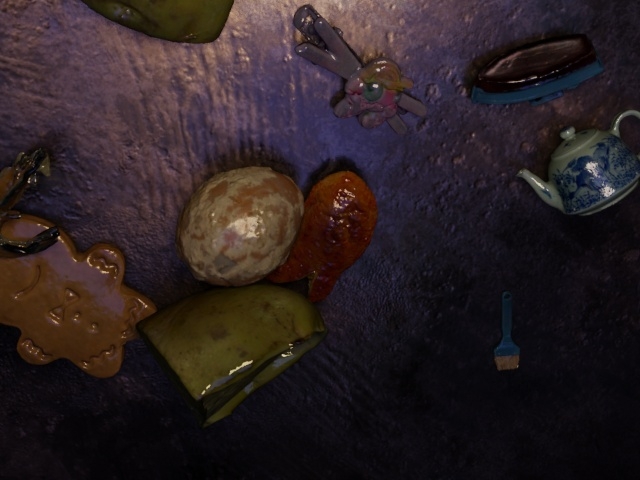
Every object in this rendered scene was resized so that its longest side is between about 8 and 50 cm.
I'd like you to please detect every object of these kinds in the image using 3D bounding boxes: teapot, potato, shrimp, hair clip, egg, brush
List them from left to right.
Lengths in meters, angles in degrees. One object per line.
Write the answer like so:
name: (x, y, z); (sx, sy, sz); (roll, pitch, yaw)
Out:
shrimp: (-0.490, -0.050, 1.439); (0.152, 0.046, 0.219); (32, 110, -32)
potato: (-0.241, -0.450, 1.310); (0.269, 0.112, 0.255); (19, 124, -13)
potato: (-0.151, 0.156, 1.520); (0.280, 0.330, 0.213); (-32, 78, -15)
egg: (-0.134, -0.024, 1.464); (0.233, 0.195, 0.195); (-35, 109, -10)
hair clip: (0.055, -0.270, 1.443); (0.278, 0.090, 0.137); (41, 111, -16)
brush: (0.356, 0.174, 1.663); (0.051, 0.014, 0.164); (-5, 109, -4)
teapot: (0.461, -0.136, 1.494); (0.232, 0.159, 0.159); (-32, 109, 11)

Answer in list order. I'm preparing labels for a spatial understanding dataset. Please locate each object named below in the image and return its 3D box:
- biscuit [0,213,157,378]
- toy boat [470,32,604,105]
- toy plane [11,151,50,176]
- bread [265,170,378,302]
biscuit: (-0.473, 0.098, 1.554); (0.355, 0.052, 0.275); (41, 102, -17)
toy boat: (0.362, -0.277, 1.470); (0.223, 0.100, 0.097); (-16, 146, 7)
toy plane: (-0.593, -0.076, 1.469); (0.286, 0.092, 0.108); (-29, 130, 7)
bread: (0.009, 0.001, 1.534); (0.139, 0.095, 0.269); (30, 109, -6)
